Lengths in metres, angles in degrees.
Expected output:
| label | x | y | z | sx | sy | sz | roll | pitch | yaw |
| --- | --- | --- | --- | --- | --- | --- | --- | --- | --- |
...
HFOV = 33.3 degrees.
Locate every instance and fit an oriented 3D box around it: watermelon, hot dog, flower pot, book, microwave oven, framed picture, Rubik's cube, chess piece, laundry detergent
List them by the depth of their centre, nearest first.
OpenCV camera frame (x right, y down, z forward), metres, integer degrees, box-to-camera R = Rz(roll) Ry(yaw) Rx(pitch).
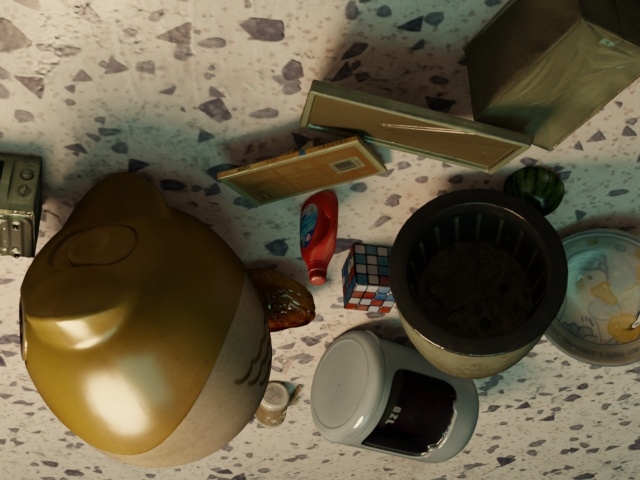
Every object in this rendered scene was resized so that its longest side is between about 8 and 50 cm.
| label | x | y | z | sx | sy | sz | roll | pitch | yaw |
| --- | --- | --- | --- | --- | --- | --- | --- | --- | --- |
| framed picture | 0.131 | -0.163 | 1.587 | 0.324 | 0.020 | 0.240 | 13 | 173 | -2 |
| microwave oven | -0.563 | -0.055 | 1.745 | 0.205 | 0.129 | 0.163 | 5 | 143 | -10 |
| chess piece | -0.043 | -0.137 | 1.750 | 0.092 | 0.035 | 0.035 | -18 | 143 | 25 |
| book | -0.027 | -0.112 | 1.752 | 0.241 | 0.018 | 0.170 | -13 | 163 | 16 |
| laundry detergent | 0.000 | 0.000 | 1.830 | 0.049 | 0.165 | 0.097 | 20 | 139 | -27 |
| watermelon | 0.367 | -0.074 | 1.842 | 0.105 | 0.062 | 0.105 | 5 | 144 | 4 |
| flower pot | 0.267 | 0.103 | 1.900 | 0.293 | 0.294 | 0.330 | -4 | 159 | 2 |
| Rubik's cube | 0.095 | 0.071 | 2.003 | 0.092 | 0.092 | 0.092 | 6 | 143 | -13 |
| hot dog | -0.118 | 0.126 | 2.060 | 0.226 | 0.099 | 0.160 | -13 | 144 | 16 |

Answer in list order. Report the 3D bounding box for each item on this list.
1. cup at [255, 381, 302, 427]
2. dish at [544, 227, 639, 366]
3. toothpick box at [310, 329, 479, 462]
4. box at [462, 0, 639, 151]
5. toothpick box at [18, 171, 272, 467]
| label | x | y | z | sx | sy | sz | roll | pitch | yaw |
| --- | --- | --- | --- | --- | --- | --- | --- | --- | --- |
| cup | -0.095 | 0.373 | 2.434 | 0.102 | 0.074 | 0.099 | 2 | 144 | -8 |
| dish | 0.544 | 0.088 | 2.023 | 0.273 | 0.134 | 0.273 | 9 | 114 | 19 |
| toothpick box | 0.176 | 0.340 | 2.289 | 0.354 | 0.263 | 0.263 | 20 | 139 | -30 |
| box | 0.333 | -0.262 | 1.495 | 0.155 | 0.149 | 0.231 | 19 | 141 | -26 |
| toothpick box | -0.307 | 0.146 | 1.815 | 0.408 | 0.409 | 0.425 | -12 | 132 | 12 |
